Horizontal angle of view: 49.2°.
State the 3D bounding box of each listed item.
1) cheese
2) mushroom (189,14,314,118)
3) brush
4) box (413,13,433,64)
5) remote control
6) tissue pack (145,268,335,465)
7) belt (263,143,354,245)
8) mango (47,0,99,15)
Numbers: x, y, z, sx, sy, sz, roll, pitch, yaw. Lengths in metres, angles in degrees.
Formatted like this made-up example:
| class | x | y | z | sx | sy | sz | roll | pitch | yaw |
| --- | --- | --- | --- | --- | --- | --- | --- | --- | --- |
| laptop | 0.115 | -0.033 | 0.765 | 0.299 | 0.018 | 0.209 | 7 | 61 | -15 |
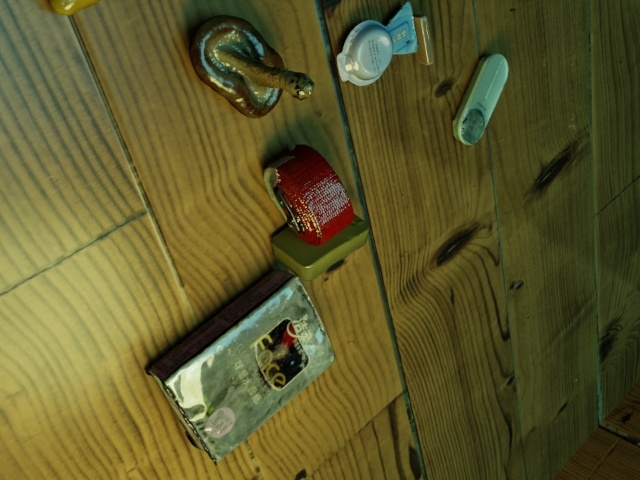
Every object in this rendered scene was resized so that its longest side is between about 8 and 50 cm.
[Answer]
| class | x | y | z | sx | sy | sz | roll | pitch | yaw |
| --- | --- | --- | --- | --- | --- | --- | --- | --- | --- |
| cheese | 0.125 | -0.422 | 1.526 | 0.245 | 0.052 | 0.135 | -37 | 130 | -28 |
| mushroom | -0.103 | -0.303 | 1.244 | 0.227 | 0.218 | 0.148 | 27 | 88 | -44 |
| brush | 0.000 | 0.000 | 1.517 | 0.197 | 0.123 | 0.059 | -32 | 145 | -29 |
| box | 0.234 | -0.463 | 1.612 | 0.025 | 0.048 | 0.115 | -32 | 125 | -22 |
| remote control | 0.412 | -0.366 | 1.809 | 0.104 | 0.052 | 0.247 | 26 | 88 | -43 |
| tissue pack | -0.156 | 0.258 | 1.479 | 0.361 | 0.122 | 0.259 | -36 | 124 | -25 |
| belt | -0.031 | -0.087 | 1.436 | 0.124 | 0.128 | 0.200 | -37 | 103 | -27 |
| mango | -0.371 | -0.393 | 1.076 | 0.114 | 0.060 | 0.080 | -52 | 130 | -10 |
